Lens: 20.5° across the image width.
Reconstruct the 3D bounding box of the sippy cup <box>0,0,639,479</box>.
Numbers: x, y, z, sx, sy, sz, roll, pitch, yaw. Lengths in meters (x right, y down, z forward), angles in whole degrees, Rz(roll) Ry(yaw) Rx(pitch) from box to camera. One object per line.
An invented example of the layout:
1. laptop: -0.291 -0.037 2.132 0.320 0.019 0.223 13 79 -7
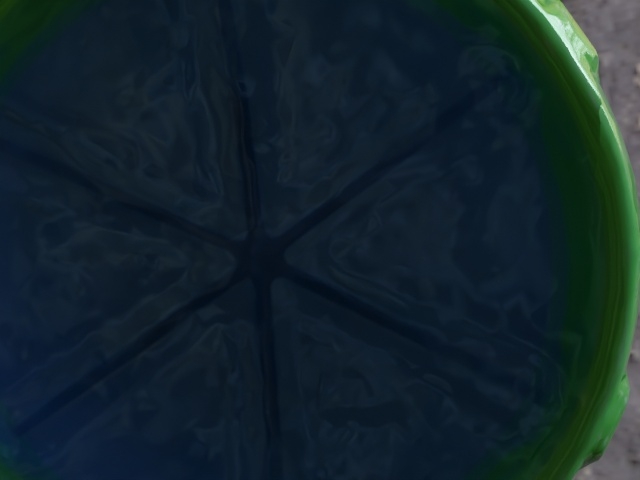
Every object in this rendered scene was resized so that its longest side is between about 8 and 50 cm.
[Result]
1. sippy cup: 0.000 0.000 0.633 0.240 0.224 0.305 30 99 9
